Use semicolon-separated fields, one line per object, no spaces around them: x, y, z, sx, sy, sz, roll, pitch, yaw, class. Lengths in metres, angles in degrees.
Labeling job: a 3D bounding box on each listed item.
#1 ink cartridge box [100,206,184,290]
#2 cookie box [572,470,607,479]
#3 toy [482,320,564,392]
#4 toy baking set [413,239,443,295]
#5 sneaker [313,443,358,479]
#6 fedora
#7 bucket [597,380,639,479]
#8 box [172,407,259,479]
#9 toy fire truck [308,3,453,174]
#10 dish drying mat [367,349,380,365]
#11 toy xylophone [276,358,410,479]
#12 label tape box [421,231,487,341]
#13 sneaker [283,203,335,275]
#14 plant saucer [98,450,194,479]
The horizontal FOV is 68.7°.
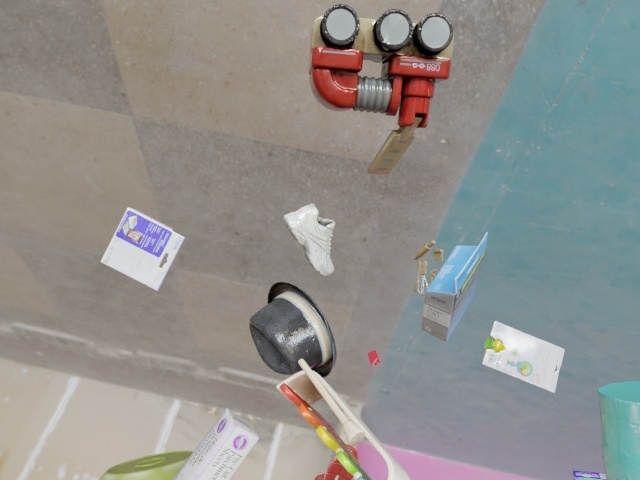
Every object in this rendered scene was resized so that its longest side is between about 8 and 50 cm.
-0.574;0.029;1.527;0.209;0.206;0.045;29;-175;-4;ink cartridge box
0.765;0.711;1.313;0.092;0.107;0.040;-6;-179;23;cookie box
0.605;0.350;1.417;0.238;0.136;0.056;23;166;-7;toy
0.438;0.121;1.955;0.030;0.196;0.256;5;154;-19;toy baking set
0.026;0.678;1.360;0.087;0.221;0.128;29;174;-15;sneaker
-0.106;0.290;1.416;0.334;0.153;0.333;28;128;42;fedora
0.731;0.405;0.976;0.282;0.182;0.281;-5;173;-1;bucket
-0.236;0.455;0.822;0.067;0.324;0.063;41;170;-20;box
0.086;-0.230;0.772;0.217;0.158;0.246;2;101;-6;toy fire truck
0.178;0.393;1.571;0.032;0.083;0.008;-27;105;3;dish drying mat
0.031;0.336;0.824;0.323;0.081;0.236;35;164;53;toy xylophone
0.462;0.150;1.630;0.115;0.249;0.347;23;142;28;label tape box
0.000;0.000;1.251;0.115;0.090;0.232;-33;128;-3;sneaker
-0.378;0.512;1.046;0.241;0.037;0.241;-9;167;-2;plant saucer
